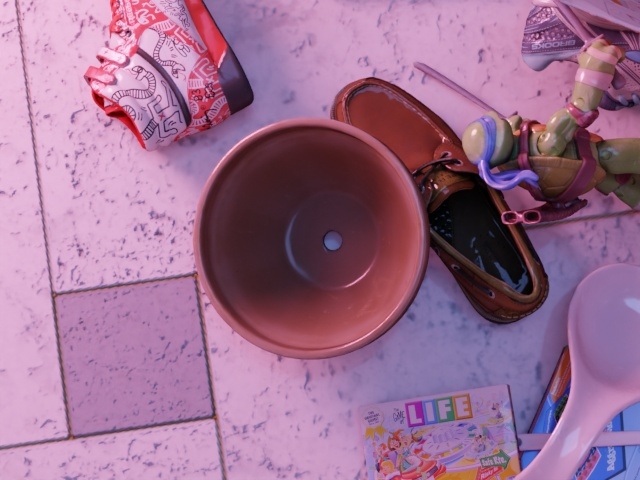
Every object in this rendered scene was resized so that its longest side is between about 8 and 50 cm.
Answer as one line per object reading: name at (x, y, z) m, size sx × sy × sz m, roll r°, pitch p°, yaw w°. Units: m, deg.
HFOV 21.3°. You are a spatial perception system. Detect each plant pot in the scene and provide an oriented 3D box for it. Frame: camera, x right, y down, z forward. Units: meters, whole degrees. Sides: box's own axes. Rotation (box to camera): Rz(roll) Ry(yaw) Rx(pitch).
plant pot at (0.000, 0.000, 1.706) m, size 0.237 × 0.110 × 0.237 m, roll -1°, pitch 87°, yaw 15°

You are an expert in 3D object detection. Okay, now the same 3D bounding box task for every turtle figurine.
turtle figurine at (0.265, -0.132, 1.700) m, size 0.266 × 0.198 × 0.275 m, roll 17°, pitch 36°, yaw -22°

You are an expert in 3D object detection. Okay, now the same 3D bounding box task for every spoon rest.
spoon rest at (0.280, 0.138, 1.682) m, size 0.137 × 0.084 × 0.276 m, roll 31°, pitch 66°, yaw 5°

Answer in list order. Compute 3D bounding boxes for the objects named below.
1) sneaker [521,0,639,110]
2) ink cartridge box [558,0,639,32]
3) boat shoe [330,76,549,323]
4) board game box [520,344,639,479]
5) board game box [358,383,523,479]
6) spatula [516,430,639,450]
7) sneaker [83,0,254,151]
sneaker at (0.342, -0.188, 1.782) m, size 0.283 × 0.110 × 0.122 m, roll 20°, pitch 103°, yaw -1°
ink cartridge box at (0.352, -0.145, 1.578) m, size 0.385 × 0.308 × 0.091 m, roll 23°, pitch 108°, yaw -3°
boat shoe at (0.128, -0.053, 1.735) m, size 0.110 × 0.104 × 0.307 m, roll -41°, pitch 83°, yaw -7°
board game box at (0.260, 0.263, 1.725) m, size 0.145 × 0.027 × 0.281 m, roll 24°, pitch 80°, yaw 1°
board game box at (0.121, 0.207, 1.710) m, size 0.154 × 0.026 × 0.103 m, roll -11°, pitch 79°, yaw 12°
spatula at (0.308, 0.255, 1.707) m, size 0.242 × 0.019 × 0.168 m, roll -2°, pitch 82°, yaw 1°
sneaker at (-0.195, -0.224, 1.762) m, size 0.145 × 0.090 × 0.270 m, roll -30°, pitch 85°, yaw -9°
